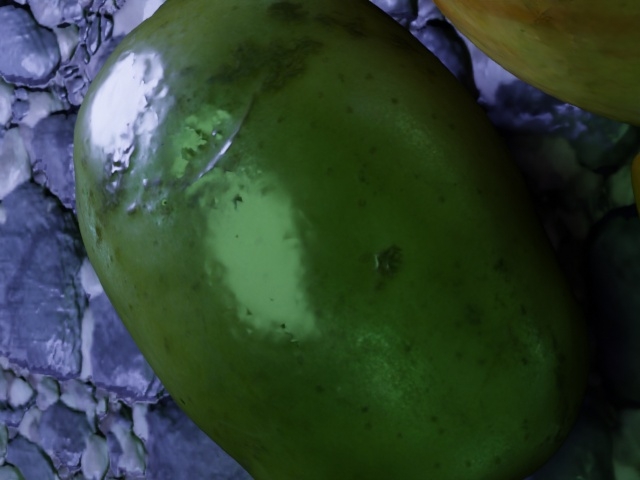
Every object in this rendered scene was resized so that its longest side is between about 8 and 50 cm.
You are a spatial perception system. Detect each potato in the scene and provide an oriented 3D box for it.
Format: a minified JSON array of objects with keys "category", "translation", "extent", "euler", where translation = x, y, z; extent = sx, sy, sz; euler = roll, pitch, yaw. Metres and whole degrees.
[{"category":"potato","translation":[-0.003,0.001,0.761],"extent":[0.216,0.216,0.304],"euler":[-45,60,34]}]

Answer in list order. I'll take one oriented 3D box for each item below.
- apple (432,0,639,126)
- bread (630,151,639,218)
[{"category":"apple","translation":[0.142,-0.182,0.580],"extent":[0.233,0.286,0.286],"euler":[39,117,43]},{"category":"bread","translation":[0.200,0.055,0.661],"extent":[0.092,0.074,0.239],"euler":[-24,76,36]}]
